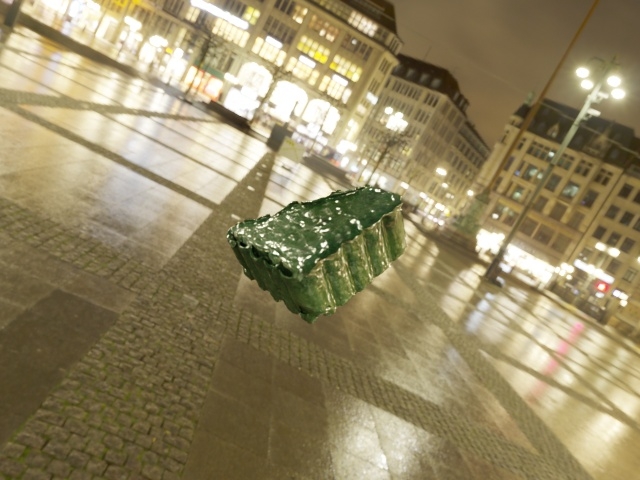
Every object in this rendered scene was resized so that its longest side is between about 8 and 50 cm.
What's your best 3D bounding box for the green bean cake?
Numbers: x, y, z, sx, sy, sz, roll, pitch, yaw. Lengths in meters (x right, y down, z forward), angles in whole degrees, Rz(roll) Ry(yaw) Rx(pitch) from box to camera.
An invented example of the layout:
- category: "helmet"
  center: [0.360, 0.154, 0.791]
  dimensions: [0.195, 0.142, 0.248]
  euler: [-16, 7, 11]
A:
- category: "green bean cake"
  center: [0.000, 0.000, 0.736]
  dimensions: [0.193, 0.208, 0.107]
  euler: [27, -33, 49]
